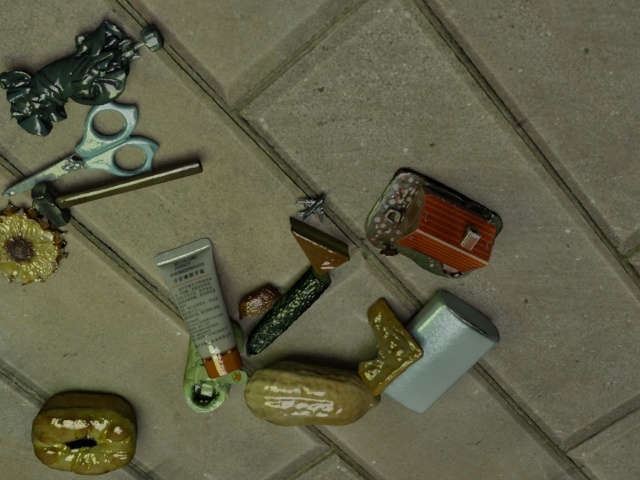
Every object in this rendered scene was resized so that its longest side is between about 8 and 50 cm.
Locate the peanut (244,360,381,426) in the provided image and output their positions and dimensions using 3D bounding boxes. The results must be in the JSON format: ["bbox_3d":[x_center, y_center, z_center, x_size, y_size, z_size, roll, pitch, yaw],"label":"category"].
[{"bbox_3d":[-0.017,0.382,2.097,0.339,0.158,0.174,6,151,-1],"label":"peanut"}]

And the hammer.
[{"bbox_3d":[-0.432,-0.113,1.846,0.365,0.044,0.111,-14,143,4],"label":"hammer"}]

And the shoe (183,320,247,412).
[{"bbox_3d":[-0.258,0.311,2.087,0.140,0.128,0.262,8,123,-24],"label":"shoe"}]

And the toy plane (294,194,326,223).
[{"bbox_3d":[-0.016,-0.075,1.920,0.078,0.031,0.083,35,112,-21],"label":"toy plane"}]

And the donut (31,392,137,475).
[{"bbox_3d":[-0.591,0.486,2.153,0.261,0.128,0.209,10,120,-9],"label":"donut"}]

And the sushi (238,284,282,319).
[{"bbox_3d":[-0.147,0.150,2.024,0.118,0.061,0.060,-30,90,22],"label":"sushi"}]

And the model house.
[{"bbox_3d":[0.262,0.001,1.910,0.293,0.154,0.207,24,114,-17],"label":"model house"}]

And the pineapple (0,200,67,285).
[{"bbox_3d":[-0.671,0.009,1.923,0.221,0.047,0.221,-1,119,-2],"label":"pineapple"}]

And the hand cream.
[{"bbox_3d":[-0.276,0.161,1.971,0.139,0.089,0.314,-17,94,7],"label":"hand cream"}]

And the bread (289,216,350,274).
[{"bbox_3d":[-0.003,-0.004,1.938,0.084,0.074,0.139,-27,116,12],"label":"bread"}]

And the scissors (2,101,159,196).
[{"bbox_3d":[-0.528,-0.170,1.835,0.360,0.029,0.191,-23,122,9],"label":"scissors"}]

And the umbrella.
[{"bbox_3d":[-0.474,-0.334,1.712,0.348,0.094,0.143,-23,123,8],"label":"umbrella"}]

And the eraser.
[{"bbox_3d":[0.275,0.277,2.095,0.189,0.104,0.290,34,113,-18],"label":"eraser"}]

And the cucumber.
[{"bbox_3d":[-0.088,0.175,2.041,0.067,0.068,0.293,35,114,-20],"label":"cucumber"}]

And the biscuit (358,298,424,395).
[{"bbox_3d":[0.145,0.262,2.062,0.174,0.039,0.183,49,113,21],"label":"biscuit"}]
